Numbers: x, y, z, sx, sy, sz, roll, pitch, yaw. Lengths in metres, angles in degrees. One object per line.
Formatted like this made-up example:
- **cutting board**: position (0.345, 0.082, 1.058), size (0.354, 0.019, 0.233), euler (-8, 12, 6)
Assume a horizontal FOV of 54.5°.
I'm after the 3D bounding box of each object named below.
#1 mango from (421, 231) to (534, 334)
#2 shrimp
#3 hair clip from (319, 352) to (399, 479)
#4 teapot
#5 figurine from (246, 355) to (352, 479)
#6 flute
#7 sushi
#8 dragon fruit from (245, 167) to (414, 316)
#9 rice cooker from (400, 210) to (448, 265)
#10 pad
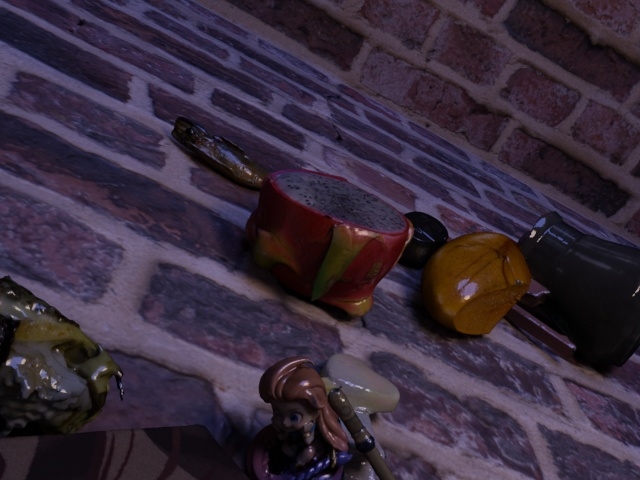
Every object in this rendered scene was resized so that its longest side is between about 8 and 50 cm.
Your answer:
- **mango**: position (0.319, 0.095, 1.300), size (0.199, 0.201, 0.350), euler (5, 15, 38)
- **shrimp**: position (-0.198, -0.187, 1.347), size (0.253, 0.058, 0.173), euler (34, 17, -4)
- **hair clip**: position (0.036, 0.225, 0.854), size (0.159, 0.071, 0.218), euler (23, 22, -14)
- **teapot**: position (0.616, 0.122, 1.505), size (0.376, 0.306, 0.361), euler (-32, 54, -31)
- **figurine**: position (-0.025, 0.208, 0.713), size (0.126, 0.157, 0.114), euler (-1, -2, 37)
- **flute**: position (0.075, 0.276, 0.738), size (0.233, 0.027, 0.027), euler (58, 27, 0)
- **sushi**: position (-0.314, 0.100, 0.538), size (0.291, 0.139, 0.131), euler (44, 12, -48)
- **dragon fruit**: position (0.000, 0.000, 1.095), size (0.290, 0.189, 0.291), euler (22, 20, -8)
- **rice cooker**: position (0.225, -0.003, 1.437), size (0.112, 0.106, 0.165), euler (45, 24, 26)
- **pad**: position (-0.154, 0.237, 0.539), size (0.220, 0.004, 0.330), euler (36, 9, 33)
